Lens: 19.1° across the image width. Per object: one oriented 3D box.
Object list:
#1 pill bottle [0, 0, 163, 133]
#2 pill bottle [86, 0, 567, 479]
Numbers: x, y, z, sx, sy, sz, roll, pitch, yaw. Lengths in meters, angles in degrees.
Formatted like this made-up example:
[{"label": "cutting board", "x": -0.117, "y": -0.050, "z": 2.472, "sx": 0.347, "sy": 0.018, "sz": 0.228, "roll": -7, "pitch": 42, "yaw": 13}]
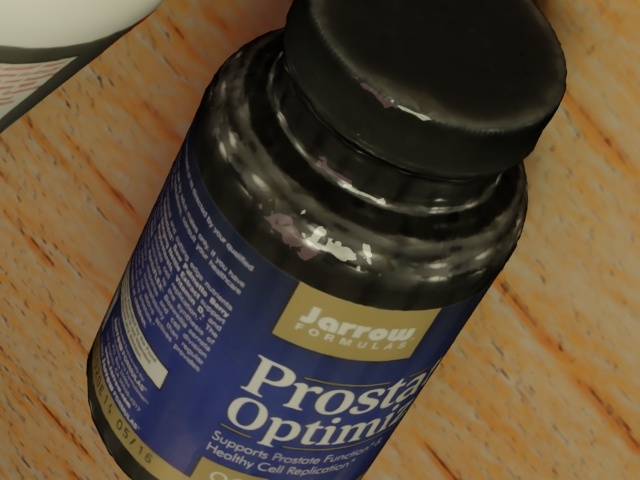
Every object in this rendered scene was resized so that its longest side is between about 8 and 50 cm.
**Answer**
[{"label": "pill bottle", "x": -0.160, "y": -0.132, "z": 0.661, "sx": 0.363, "sy": 0.210, "sz": 0.210, "roll": -30, "pitch": 98, "yaw": 44}, {"label": "pill bottle", "x": 0.000, "y": 0.000, "z": 0.690, "sx": 0.123, "sy": 0.123, "sz": 0.219, "roll": 38, "pitch": 134, "yaw": 10}]
